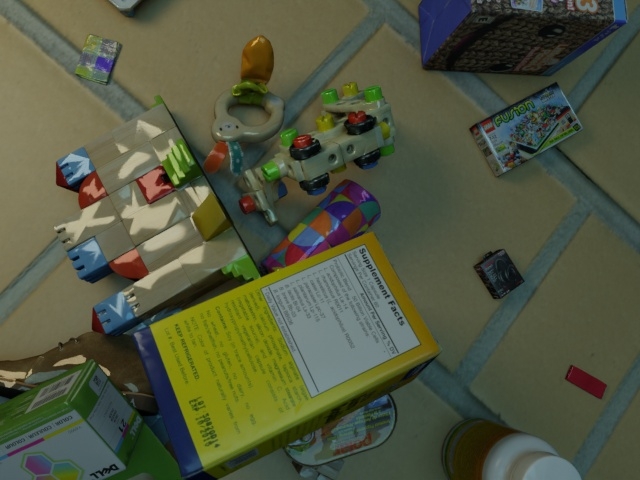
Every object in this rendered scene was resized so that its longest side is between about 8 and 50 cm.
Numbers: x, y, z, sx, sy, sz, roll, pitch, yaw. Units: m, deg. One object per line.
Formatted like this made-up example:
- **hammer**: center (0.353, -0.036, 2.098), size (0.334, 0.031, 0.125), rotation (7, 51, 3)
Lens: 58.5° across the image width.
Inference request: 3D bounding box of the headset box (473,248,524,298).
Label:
- **headset box**: center (0.338, 0.060, 1.091), size (0.062, 0.032, 0.083), rotation (-31, 90, -14)

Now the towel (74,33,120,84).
- **towel**: center (-0.395, -0.323, 1.014), size (0.060, 0.009, 0.084), rotation (17, 79, -9)

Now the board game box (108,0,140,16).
- **board game box**: center (-0.370, -0.663, 1.048), size (0.390, 0.050, 0.390), rotation (40, 77, -3)

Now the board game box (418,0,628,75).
- **board game box**: center (0.361, -0.424, 1.064), size (0.290, 0.232, 0.141), rotation (-1, 83, -11)

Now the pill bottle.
- **pill bottle**: center (0.307, 0.376, 0.928), size (0.136, 0.245, 0.137), rotation (2, 81, -11)

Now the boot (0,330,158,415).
- **boot**: center (-0.395, 0.199, 0.888), size (0.304, 0.112, 0.115), rotation (7, 66, -5)

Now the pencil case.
- **pencil case**: center (0.000, 0.000, 1.003), size (0.104, 0.104, 0.236), rotation (46, 78, -2)

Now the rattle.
- **rattle**: center (-0.130, -0.220, 0.962), size (0.130, 0.143, 0.200), rotation (38, 54, -5)

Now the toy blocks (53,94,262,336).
- **toy blocks**: center (-0.291, -0.026, 0.919), size (0.260, 0.191, 0.382), rotation (-30, 78, -5)

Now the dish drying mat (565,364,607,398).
- **dish drying mat**: center (0.514, 0.274, 1.107), size (0.083, 0.008, 0.032), rotation (30, 78, -7)

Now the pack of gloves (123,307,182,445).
- **pack of gloves**: center (-0.274, 0.234, 0.948), size (0.232, 0.046, 0.195), rotation (-35, 89, -3)

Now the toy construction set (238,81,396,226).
- **toy construction set**: center (-0.004, -0.157, 0.973), size (0.327, 0.215, 0.151), rotation (-40, 123, -12)

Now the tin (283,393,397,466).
- **tin**: center (0.028, 0.287, 0.902), size (0.189, 0.040, 0.106), rotation (-13, 81, -11)

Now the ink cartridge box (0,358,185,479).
- **ink cartridge box**: center (-0.334, 0.322, 0.812), size (0.188, 0.097, 0.255), rotation (-26, 111, 11)

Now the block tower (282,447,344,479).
- **block tower**: center (0.048, 0.239, 0.976), size (0.090, 0.097, 0.336), rotation (29, 76, -6)

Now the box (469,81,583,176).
- **box**: center (0.412, -0.223, 1.144), size (0.206, 0.036, 0.114), rotation (-29, 88, -14)

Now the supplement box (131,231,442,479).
- **supplement box**: center (-0.046, 0.169, 0.807), size (0.356, 0.195, 0.194), rotation (-22, 68, -14)
